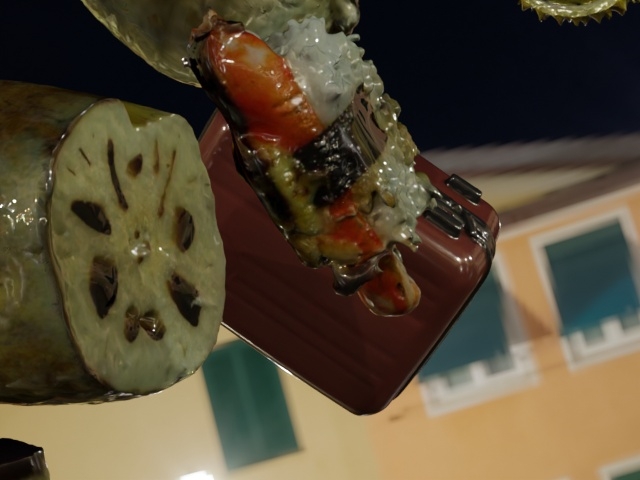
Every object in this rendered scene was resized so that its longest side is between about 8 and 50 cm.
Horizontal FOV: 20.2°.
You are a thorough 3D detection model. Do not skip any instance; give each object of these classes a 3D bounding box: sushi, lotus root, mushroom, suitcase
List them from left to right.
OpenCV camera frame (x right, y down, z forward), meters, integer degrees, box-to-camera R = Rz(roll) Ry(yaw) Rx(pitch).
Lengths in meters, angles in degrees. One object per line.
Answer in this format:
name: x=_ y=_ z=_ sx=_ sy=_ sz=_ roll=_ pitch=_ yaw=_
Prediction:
lotus root: x=-0.260 y=-0.001 z=1.313 sx=0.346 sy=0.250 sz=0.250 roll=7 pitch=-1 yaw=34
mushroom: x=-0.128 y=-0.248 z=1.558 sx=0.130 sy=0.344 sz=0.247 roll=-46 pitch=-9 yaw=-24
suitcase: x=0.000 y=0.000 z=1.698 sx=0.236 sy=0.297 sz=0.161 roll=-56 pitch=-1 yaw=29
sushi: x=0.003 y=-0.053 z=1.070 sx=0.103 sy=0.226 sz=0.097 roll=-28 pitch=24 yaw=4

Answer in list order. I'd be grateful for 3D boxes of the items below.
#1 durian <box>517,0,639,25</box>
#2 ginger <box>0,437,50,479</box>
durian: x=0.213 y=-0.257 z=1.539 sx=0.208 sy=0.146 sz=0.102 roll=17 pitch=7 yaw=32
ginger: x=-0.370 y=0.289 z=1.327 sx=0.358 sy=0.211 sz=0.413 roll=-10 pitch=11 yaw=24
